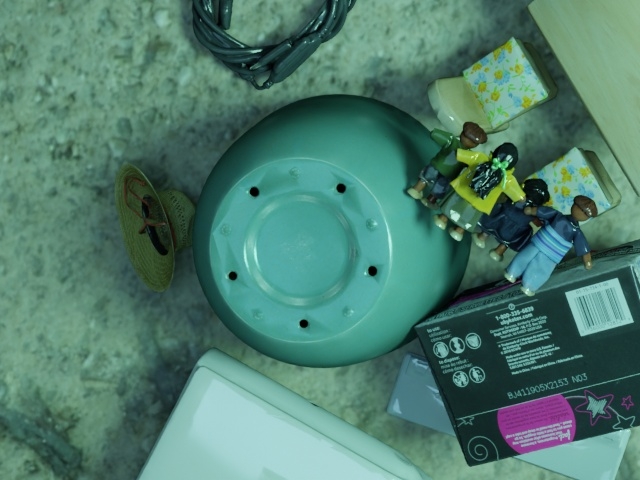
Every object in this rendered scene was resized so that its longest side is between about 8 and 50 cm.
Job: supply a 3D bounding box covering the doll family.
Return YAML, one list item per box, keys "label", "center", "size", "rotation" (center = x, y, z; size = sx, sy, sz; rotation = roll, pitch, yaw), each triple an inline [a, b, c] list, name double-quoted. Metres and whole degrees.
- label: "doll family"
  center: [0.179, -0.036, 1.659]
  size: [0.193, 0.076, 0.111]
  rotation: [36, 107, -9]

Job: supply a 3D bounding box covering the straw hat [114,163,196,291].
- label: "straw hat"
  center: [-0.166, -0.021, 1.900]
  size: [0.061, 0.144, 0.145]
  rotation: [-17, 93, -29]

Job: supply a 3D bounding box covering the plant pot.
- label: "plant pot"
  center: [0.000, 0.000, 1.789]
  size: [0.293, 0.235, 0.293]
  rotation: [1, 96, 10]

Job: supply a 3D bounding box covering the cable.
- label: "cable"
  center: [-0.049, -0.263, 1.872]
  size: [0.184, 0.047, 0.150]
  rotation: [-44, 82, 14]

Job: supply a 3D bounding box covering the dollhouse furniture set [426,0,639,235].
- label: "dollhouse furniture set"
  center: [0.241, -0.235, 1.670]
  size: [0.362, 0.256, 0.394]
  rotation: [-34, 81, 27]

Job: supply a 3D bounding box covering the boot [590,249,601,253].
- label: "boot"
  center: [0.380, 0.010, 1.801]
  size: [0.176, 0.088, 0.244]
  rotation: [29, 103, 8]

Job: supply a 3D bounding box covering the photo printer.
- label: "photo printer"
  center: [-0.046, 0.297, 1.891]
  size: [0.307, 0.107, 0.256]
  rotation: [30, 100, 6]

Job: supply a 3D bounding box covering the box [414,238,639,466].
- label: "box"
  center: [0.250, 0.106, 1.753]
  size: [0.247, 0.142, 0.163]
  rotation: [-19, 95, 30]

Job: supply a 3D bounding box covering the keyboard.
- label: "keyboard"
  center: [0.202, 0.195, 1.887]
  size: [0.256, 0.014, 0.072]
  rotation: [19, 104, 8]
